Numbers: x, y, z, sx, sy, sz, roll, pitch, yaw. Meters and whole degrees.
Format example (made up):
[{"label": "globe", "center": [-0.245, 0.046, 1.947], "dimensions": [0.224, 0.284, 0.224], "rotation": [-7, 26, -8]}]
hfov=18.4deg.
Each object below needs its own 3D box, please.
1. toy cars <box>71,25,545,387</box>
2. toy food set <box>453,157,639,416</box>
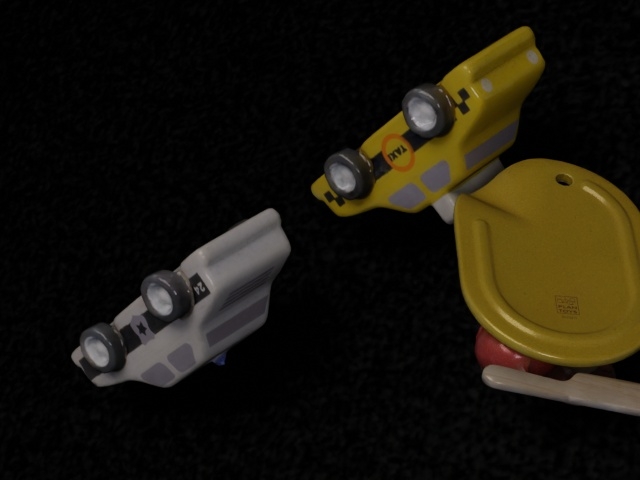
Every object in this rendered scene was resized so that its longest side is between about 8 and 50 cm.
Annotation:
[{"label": "toy cars", "center": [0.000, 0.000, 1.345], "dimensions": [0.393, 0.176, 0.087], "rotation": [-35, 87, 6]}, {"label": "toy food set", "center": [0.144, 0.045, 1.243], "dimensions": [0.128, 0.071, 0.218], "rotation": [6, 44, -6]}]
